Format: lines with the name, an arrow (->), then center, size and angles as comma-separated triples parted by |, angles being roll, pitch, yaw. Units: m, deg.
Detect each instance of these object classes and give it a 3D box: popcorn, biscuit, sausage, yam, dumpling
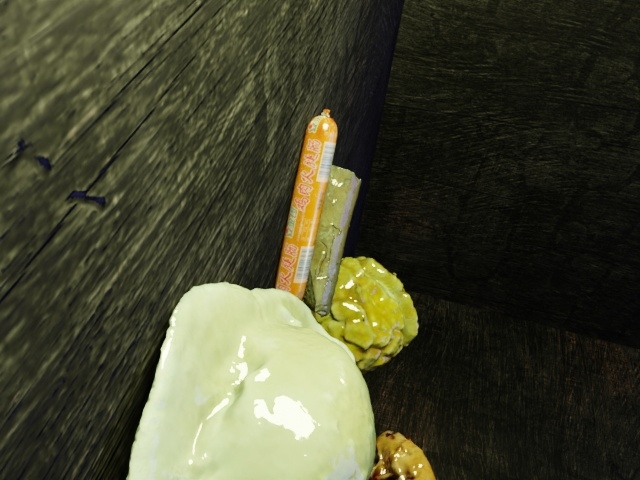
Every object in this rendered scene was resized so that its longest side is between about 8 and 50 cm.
popcorn -> 0.073, 0.170, 1.292 | 0.247, 0.282, 0.282 | -16, -126, 61
biscuit -> 0.058, 0.452, 0.831 | 0.334, 0.081, 0.289 | -64, -170, 7
sausage -> -0.026, -0.039, 0.899 | 0.053, 0.053, 0.347 | -53, 155, -74
yam -> 0.000, 0.000, 0.985 | 0.106, 0.106, 0.259 | 15, 90, -84
dumpling -> -0.045, 0.188, 0.547 | 0.320, 0.212, 0.269 | -97, -163, -81
